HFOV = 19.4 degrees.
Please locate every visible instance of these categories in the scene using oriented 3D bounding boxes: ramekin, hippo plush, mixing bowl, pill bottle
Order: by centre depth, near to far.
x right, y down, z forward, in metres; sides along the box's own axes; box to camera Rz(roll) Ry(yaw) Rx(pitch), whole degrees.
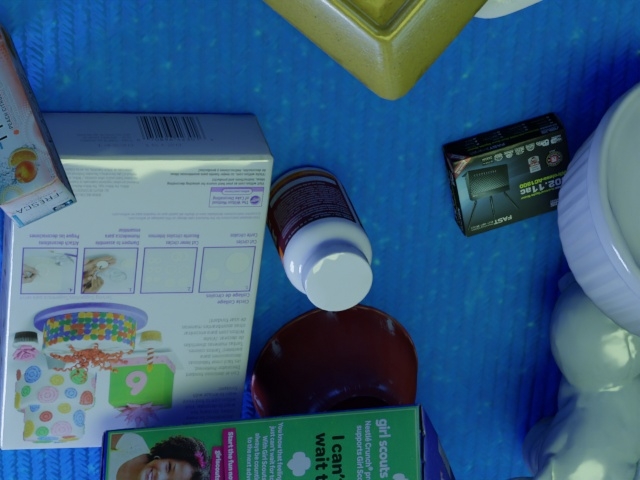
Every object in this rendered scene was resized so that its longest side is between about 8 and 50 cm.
[{"bbox_3d":[0.000,0.000,1.792,0.086,0.152,0.086,-7,122,-11],"label":"pill bottle"},{"bbox_3d":[0.354,-0.022,1.821,0.273,0.273,0.127,12,158,-21],"label":"ramekin"},{"bbox_3d":[0.025,0.167,1.935,0.181,0.098,0.181,-7,123,-10],"label":"mixing bowl"},{"bbox_3d":[0.290,0.149,1.966,0.294,0.234,0.236,-2,96,-20],"label":"hippo plush"}]

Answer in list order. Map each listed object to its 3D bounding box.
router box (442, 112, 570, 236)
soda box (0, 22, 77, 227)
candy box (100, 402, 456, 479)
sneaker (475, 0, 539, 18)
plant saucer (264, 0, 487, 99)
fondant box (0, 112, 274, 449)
[{"bbox_3d":[0.189,-0.065,1.871,0.122,0.038,0.092,-17,124,-4],"label":"router box"},{"bbox_3d":[-0.275,-0.107,1.636,0.058,0.183,0.063,-24,158,1],"label":"soda box"},{"bbox_3d":[-0.030,0.271,1.860,0.317,0.122,0.268,-8,152,9],"label":"candy box"},{"bbox_3d":[0.258,-0.334,1.673,0.350,0.131,0.148,-27,119,-2],"label":"sneaker"},{"bbox_3d":[0.041,-0.329,1.579,0.333,0.081,0.333,39,106,-8],"label":"plant saucer"},{"bbox_3d":[-0.185,0.042,1.803,0.238,0.096,0.330,0,120,-15],"label":"fondant box"}]
